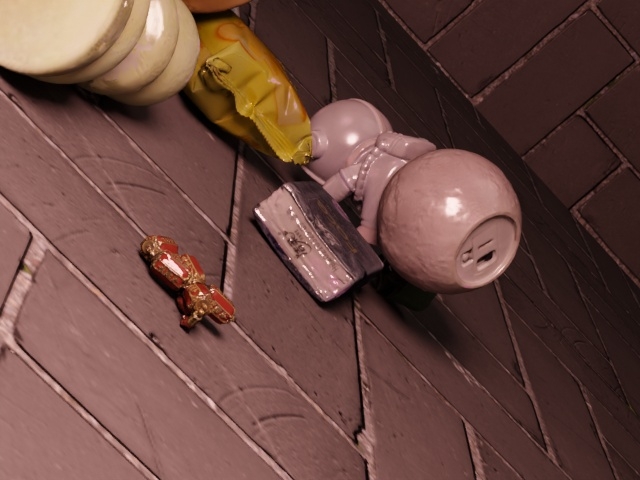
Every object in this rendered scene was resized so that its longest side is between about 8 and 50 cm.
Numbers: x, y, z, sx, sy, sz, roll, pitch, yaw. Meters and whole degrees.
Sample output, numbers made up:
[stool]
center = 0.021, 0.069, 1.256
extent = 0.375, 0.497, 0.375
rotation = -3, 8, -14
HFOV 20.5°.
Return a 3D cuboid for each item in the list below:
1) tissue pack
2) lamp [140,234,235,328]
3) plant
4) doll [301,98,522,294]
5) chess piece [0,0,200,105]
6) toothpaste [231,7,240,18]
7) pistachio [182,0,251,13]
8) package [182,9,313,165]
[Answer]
[tissue pack]
center = 0.000, 0.000, 1.656
extent = 0.112, 0.051, 0.156
rotation = 52, 12, 4
[lamp]
center = -0.100, 0.028, 1.274
extent = 0.083, 0.031, 0.063
rotation = 50, 10, 18
[plant]
center = 0.071, 0.033, 1.817
extent = 0.102, 0.051, 0.051
rotation = 31, 19, -26
[doll]
center = 0.077, -0.057, 1.786
extent = 0.287, 0.151, 0.151
rotation = 39, 2, 43
[chess piece]
center = -0.174, -0.174, 1.418
extent = 0.144, 0.144, 0.251
rotation = 53, 6, 15
[toothpaste]
center = -0.124, -0.246, 1.991
extent = 0.096, 0.061, 0.266
rotation = 45, 20, -27
[pistachio]
center = -0.142, -0.326, 1.722
extent = 0.260, 0.212, 0.163
rotation = 15, -28, 14
[package]
center = -0.091, -0.167, 1.749
extent = 0.168, 0.090, 0.226
rotation = 41, 10, -40
